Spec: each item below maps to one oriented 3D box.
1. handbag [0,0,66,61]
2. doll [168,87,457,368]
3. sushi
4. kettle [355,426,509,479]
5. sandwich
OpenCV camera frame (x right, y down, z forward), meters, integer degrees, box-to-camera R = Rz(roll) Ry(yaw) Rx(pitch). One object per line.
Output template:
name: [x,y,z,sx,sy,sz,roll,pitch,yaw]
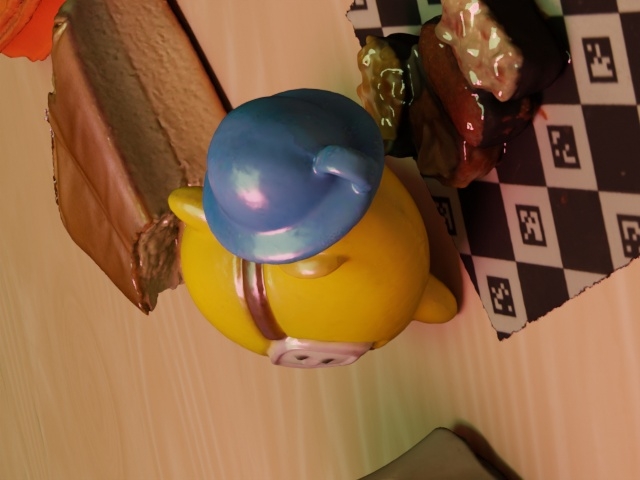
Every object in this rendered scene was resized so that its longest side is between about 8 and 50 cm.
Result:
handbag: [-0.286,-0.314,1.552,0.410,0.116,0.303,-23,86,63]
doll: [0.000,0.000,1.142,0.363,0.199,0.145,113,173,-75]
sushi: [0.093,-0.087,1.038,0.264,0.050,0.290,66,153,12]
kettle: [-0.018,0.345,1.162,0.250,0.377,0.361,-9,98,64]
sandwich: [-0.130,-0.074,1.415,0.186,0.108,0.220,38,137,49]
